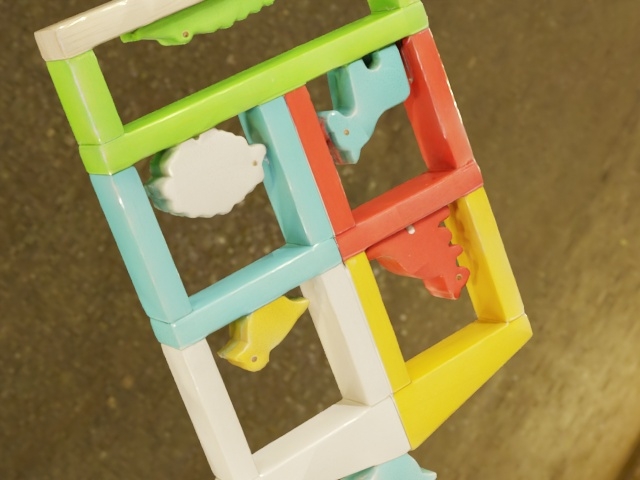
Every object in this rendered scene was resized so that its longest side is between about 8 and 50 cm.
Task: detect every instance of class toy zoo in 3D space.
[{"bbox_3d":[0.000,0.000,0.698,0.192,0.030,0.293,-29,108,-26],"label":"toy zoo"}]
